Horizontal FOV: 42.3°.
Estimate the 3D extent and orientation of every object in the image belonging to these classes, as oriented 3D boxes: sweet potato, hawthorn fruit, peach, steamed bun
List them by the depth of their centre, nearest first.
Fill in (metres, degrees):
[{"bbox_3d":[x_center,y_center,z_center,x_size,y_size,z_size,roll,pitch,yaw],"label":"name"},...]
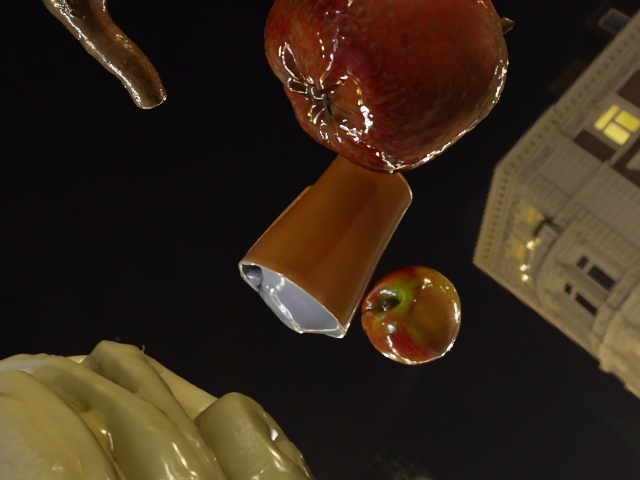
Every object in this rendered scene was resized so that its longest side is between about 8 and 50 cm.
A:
[{"bbox_3d":[-0.106,0.231,0.554,0.247,0.339,0.352,-17,-46,7],"label":"steamed bun"},{"bbox_3d":[0.093,-0.224,0.996,0.300,0.275,0.275,-19,-43,-7],"label":"hawthorn fruit"},{"bbox_3d":[-0.345,-0.356,1.177,0.109,0.109,0.385,-30,-71,-15],"label":"sweet potato"},{"bbox_3d":[0.173,0.139,1.517,0.197,0.197,0.197,-23,-43,-23],"label":"peach"}]

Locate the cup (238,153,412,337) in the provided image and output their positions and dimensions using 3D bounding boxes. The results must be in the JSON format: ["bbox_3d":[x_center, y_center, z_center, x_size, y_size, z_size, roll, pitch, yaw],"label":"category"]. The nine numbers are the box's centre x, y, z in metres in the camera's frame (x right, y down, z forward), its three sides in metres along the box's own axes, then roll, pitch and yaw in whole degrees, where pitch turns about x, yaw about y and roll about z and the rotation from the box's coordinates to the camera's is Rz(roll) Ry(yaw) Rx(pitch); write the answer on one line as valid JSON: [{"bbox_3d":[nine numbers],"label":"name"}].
[{"bbox_3d":[0.000,0.000,1.221,0.264,0.226,0.182,-55,-50,-18],"label":"cup"}]
